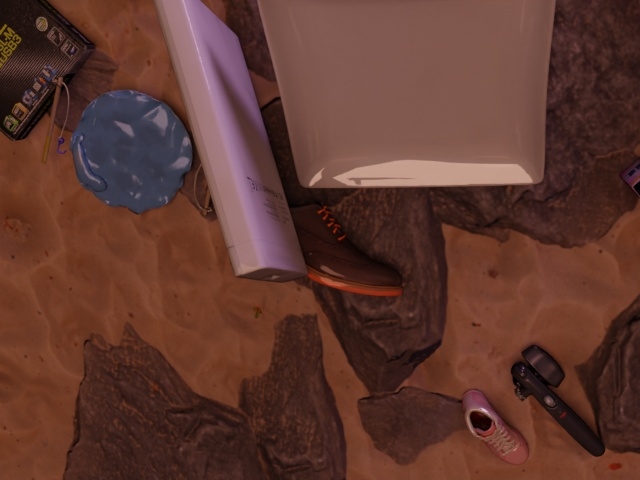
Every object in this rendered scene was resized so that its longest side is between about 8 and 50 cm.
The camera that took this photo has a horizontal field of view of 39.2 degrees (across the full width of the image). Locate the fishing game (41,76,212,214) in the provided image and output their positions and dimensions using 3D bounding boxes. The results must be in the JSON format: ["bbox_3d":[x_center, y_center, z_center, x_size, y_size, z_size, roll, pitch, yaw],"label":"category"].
[{"bbox_3d":[-0.275,-0.130,1.323,0.264,0.041,0.189,14,112,1],"label":"fishing game"}]

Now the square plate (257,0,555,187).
[{"bbox_3d":[0.116,-0.200,1.151,0.344,0.049,0.347,-1,140,10],"label":"square plate"}]

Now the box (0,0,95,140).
[{"bbox_3d":[-0.458,-0.276,1.320,0.184,0.045,0.190,43,105,-3],"label":"box"}]

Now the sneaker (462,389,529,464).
[{"bbox_3d":[0.252,0.282,1.299,0.051,0.070,0.134,-38,94,13],"label":"sneaker"}]

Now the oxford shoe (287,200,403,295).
[{"bbox_3d":[0.000,0.000,1.273,0.271,0.097,0.098,23,99,5],"label":"oxford shoe"}]

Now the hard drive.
[{"bbox_3d":[-0.108,-0.122,1.146,0.047,0.233,0.353,-18,82,10],"label":"hard drive"}]

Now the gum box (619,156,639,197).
[{"bbox_3d":[0.484,-0.117,1.151,0.188,0.107,0.062,-43,92,15],"label":"gum box"}]

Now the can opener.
[{"bbox_3d":[0.339,0.237,1.278,0.073,0.059,0.186,-39,92,15],"label":"can opener"}]
